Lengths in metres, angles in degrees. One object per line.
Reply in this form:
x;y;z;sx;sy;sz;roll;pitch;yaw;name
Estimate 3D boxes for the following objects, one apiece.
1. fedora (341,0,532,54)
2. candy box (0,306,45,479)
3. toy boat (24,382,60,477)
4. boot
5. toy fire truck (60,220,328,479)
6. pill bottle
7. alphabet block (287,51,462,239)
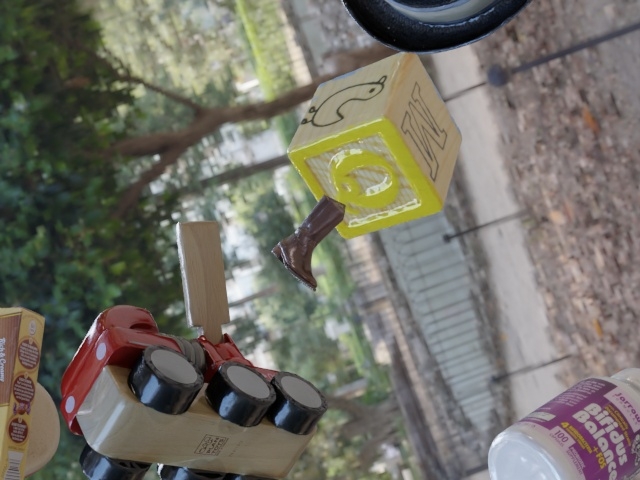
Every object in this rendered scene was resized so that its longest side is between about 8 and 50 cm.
0.099;-0.368;1.119;0.152;0.334;0.334;13;-129;-55;fedora
-0.324;0.155;1.008;0.053;0.109;0.187;50;-138;-71;candy box
-0.503;0.292;1.605;0.151;0.231;0.151;-17;91;45;toy boat
0.000;0.000;1.430;0.106;0.114;0.037;46;180;42;boot
-0.129;0.096;1.006;0.217;0.158;0.246;17;-158;-40;toy fire truck
0.420;0.314;1.711;0.169;0.301;0.169;30;132;40;pill bottle
0.092;-0.150;1.726;0.193;0.192;0.197;54;-146;-27;alphabet block
